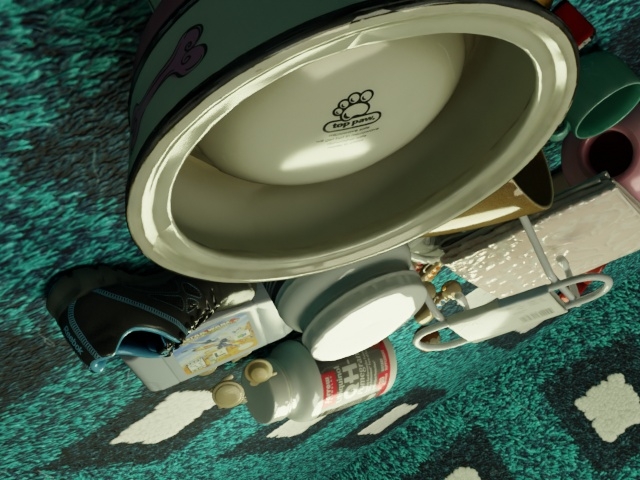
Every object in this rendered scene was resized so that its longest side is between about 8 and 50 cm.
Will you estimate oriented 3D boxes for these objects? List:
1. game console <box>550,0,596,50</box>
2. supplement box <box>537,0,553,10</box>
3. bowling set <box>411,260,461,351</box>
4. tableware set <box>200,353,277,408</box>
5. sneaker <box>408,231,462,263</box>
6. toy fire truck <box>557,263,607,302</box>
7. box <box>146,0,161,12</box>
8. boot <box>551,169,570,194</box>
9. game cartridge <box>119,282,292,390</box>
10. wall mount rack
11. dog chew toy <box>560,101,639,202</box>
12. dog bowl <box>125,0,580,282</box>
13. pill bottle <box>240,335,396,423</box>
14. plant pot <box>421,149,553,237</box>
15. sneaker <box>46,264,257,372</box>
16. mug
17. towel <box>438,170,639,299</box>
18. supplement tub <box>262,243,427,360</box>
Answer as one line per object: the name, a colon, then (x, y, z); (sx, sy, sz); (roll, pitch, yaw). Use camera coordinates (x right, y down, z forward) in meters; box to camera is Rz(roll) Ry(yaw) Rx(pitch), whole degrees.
game console: (0.282, -0.220, 0.978); (0.085, 0.124, 0.144); (31, 118, -34)
supplement box: (0.238, -0.325, 0.919); (0.078, 0.080, 0.233); (-24, 156, -17)
bowling set: (0.219, 0.107, 1.576); (0.287, 0.200, 0.154); (-5, 144, -50)
tableware set: (-0.170, 0.246, 1.498); (0.141, 0.020, 0.169); (-29, 117, 3)
sneaker: (0.171, -0.027, 1.367); (0.281, 0.105, 0.115); (-8, 141, -45)
toy fire truck: (0.623, 0.001, 1.895); (0.254, 0.169, 0.302); (-45, 165, -31)
box: (-0.069, -0.191, 0.806); (0.113, 0.094, 0.275); (-31, 155, 3)
boot: (0.478, -0.053, 1.709); (0.305, 0.112, 0.115); (-55, 176, 34)
game cartridge: (-0.193, 0.162, 1.356); (0.297, 0.062, 0.198); (-23, 157, -7)
wall mount rack: (0.281, 0.061, 1.285); (0.350, 0.130, 0.304); (-23, 147, 23)
dog chew toy: (0.593, -0.163, 1.491); (0.206, 0.206, 0.332); (-45, 160, 28)
dog bowl: (0.012, -0.120, 0.706); (0.408, 0.150, 0.408); (-16, 156, -8)
pill bottle: (-0.005, 0.288, 1.674); (0.318, 0.176, 0.176); (-11, 149, -36)
plant pot: (0.163, -0.102, 1.116); (0.254, 0.237, 0.237); (-27, 160, 31)
sneaker: (-0.223, 0.110, 1.143); (0.341, 0.140, 0.125); (-9, 145, -42)
mug: (0.434, -0.241, 1.267); (0.157, 0.097, 0.129); (-18, 153, -24)
towel: (0.421, 0.005, 1.411); (0.332, 0.053, 0.317); (-26, 149, 28)
supplement tub: (0.000, 0.000, 1.025); (0.191, 0.272, 0.191); (-24, 155, -12)
